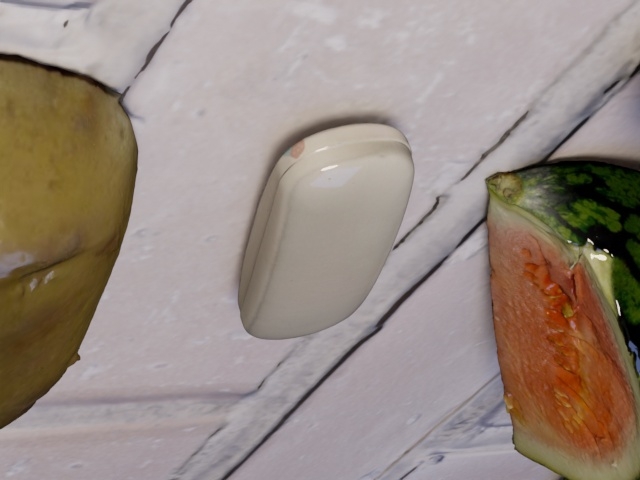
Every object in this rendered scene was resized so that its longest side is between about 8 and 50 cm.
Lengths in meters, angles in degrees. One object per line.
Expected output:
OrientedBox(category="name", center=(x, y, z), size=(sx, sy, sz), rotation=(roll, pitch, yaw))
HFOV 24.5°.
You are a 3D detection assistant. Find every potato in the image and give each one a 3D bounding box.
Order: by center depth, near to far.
OrientedBox(category="potato", center=(-0.213, 0.034, 0.730), size=(0.239, 0.116, 0.299), rotation=(15, 137, -41))

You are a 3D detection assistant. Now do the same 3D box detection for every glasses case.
OrientedBox(category="glasses case", center=(0.000, 0.000, 0.855), size=(0.081, 0.051, 0.204), rotation=(-8, 151, -18))

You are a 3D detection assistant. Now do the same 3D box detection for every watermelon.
OrientedBox(category="watermelon", center=(0.199, 0.084, 0.979), size=(0.159, 0.128, 0.303), rotation=(-6, 141, 5))

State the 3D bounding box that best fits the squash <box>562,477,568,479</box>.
OrientedBox(category="squash", center=(0.321, 0.222, 1.408), size=(0.082, 0.082, 0.292), rotation=(-2, 165, -30))
